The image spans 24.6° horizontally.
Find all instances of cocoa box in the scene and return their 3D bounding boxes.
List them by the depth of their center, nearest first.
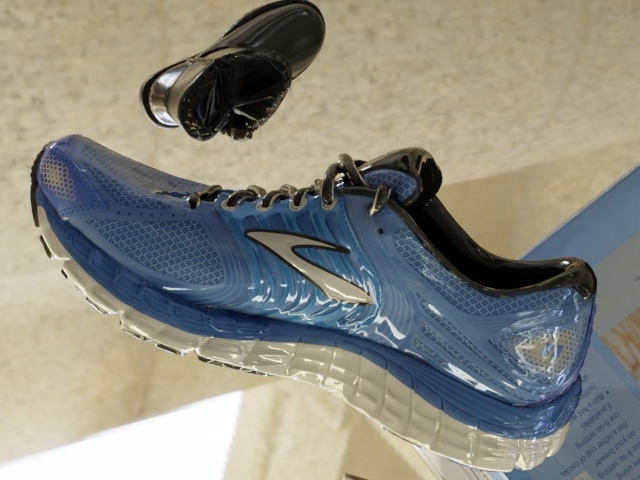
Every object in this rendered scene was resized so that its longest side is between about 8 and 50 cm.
[{"bbox_3d":[0.244,0.079,1.038,0.231,0.347,0.228,51,-11,9],"label":"cocoa box"}]

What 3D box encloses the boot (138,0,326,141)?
[{"bbox_3d":[-0.068,-0.185,1.597,0.207,0.246,0.094,22,-42,66],"label":"boot"}]

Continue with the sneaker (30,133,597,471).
[{"bbox_3d":[0.000,0.000,0.818,0.330,0.130,0.147,20,-71,2],"label":"sneaker"}]

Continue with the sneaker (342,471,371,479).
[{"bbox_3d":[0.067,0.262,1.187,0.064,0.192,0.086,6,-114,49],"label":"sneaker"}]
